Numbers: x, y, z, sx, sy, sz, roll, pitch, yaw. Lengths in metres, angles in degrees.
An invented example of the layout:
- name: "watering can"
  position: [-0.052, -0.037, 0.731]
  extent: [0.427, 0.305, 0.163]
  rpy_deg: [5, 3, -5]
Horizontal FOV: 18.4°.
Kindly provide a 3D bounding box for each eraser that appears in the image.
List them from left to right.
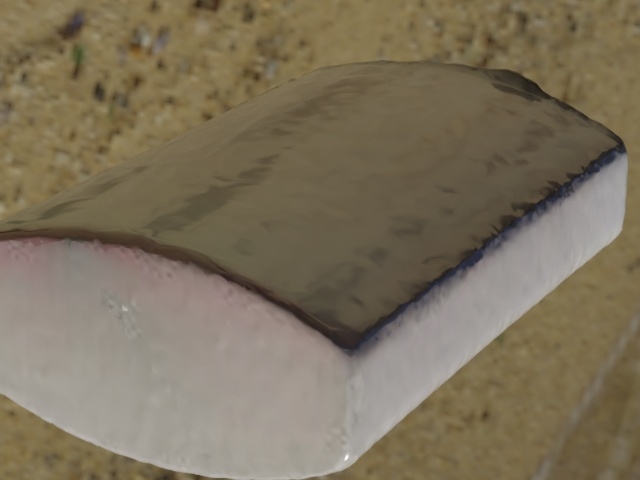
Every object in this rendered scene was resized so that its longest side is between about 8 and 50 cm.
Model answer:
- name: "eraser"
  position: [0.000, 0.000, 0.816]
  extent: [0.270, 0.174, 0.095]
  rpy_deg: [-31, 128, -56]
